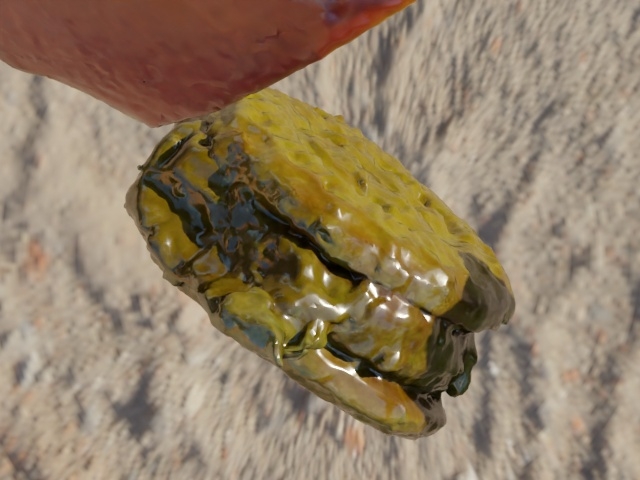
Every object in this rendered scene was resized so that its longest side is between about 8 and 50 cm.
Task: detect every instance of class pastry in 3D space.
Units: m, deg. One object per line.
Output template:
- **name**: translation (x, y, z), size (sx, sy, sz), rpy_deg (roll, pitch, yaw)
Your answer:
- **pastry**: translation (0.000, 0.000, 1.076), size (0.132, 0.235, 0.240), rpy_deg (-53, 50, 4)

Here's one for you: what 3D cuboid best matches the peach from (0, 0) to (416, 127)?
- **peach**: translation (-0.053, -0.221, 0.742), size (0.380, 0.242, 0.306), rpy_deg (-20, 100, 33)
